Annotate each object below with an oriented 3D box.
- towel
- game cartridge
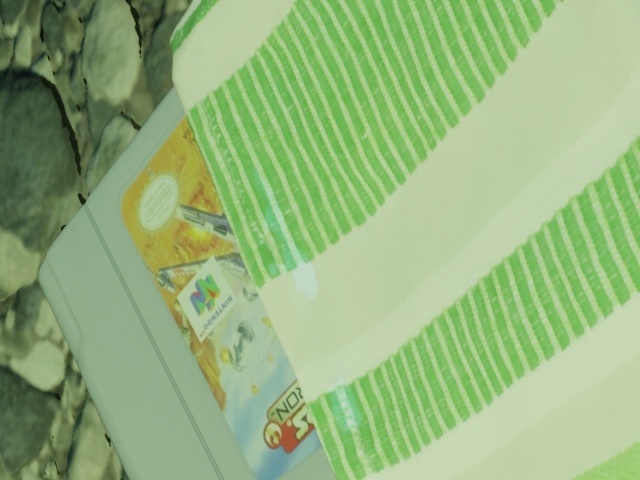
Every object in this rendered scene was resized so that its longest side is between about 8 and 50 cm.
[{"bbox_3d":[0.045,0.006,0.501,0.248,0.038,0.325,-49,55,52],"label":"towel"},{"bbox_3d":[0.000,0.000,0.653,0.297,0.062,0.198,-48,53,29],"label":"game cartridge"}]
